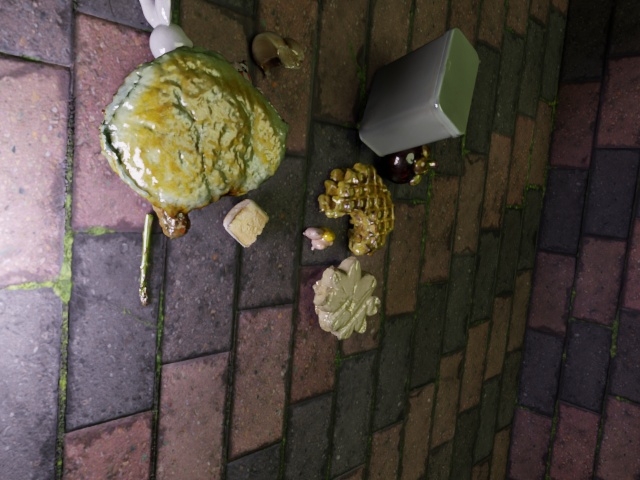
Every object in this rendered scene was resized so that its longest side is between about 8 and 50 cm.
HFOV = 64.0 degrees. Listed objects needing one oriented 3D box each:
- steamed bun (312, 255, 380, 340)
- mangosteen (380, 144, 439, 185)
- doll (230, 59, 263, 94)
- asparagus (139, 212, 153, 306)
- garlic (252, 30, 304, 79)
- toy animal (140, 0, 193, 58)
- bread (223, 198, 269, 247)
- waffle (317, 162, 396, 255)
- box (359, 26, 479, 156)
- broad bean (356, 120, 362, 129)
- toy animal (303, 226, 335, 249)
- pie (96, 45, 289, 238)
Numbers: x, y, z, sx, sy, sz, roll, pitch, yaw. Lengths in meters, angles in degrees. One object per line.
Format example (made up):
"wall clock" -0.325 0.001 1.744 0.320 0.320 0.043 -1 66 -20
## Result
"steamed bun" 0.072 0.198 1.825 0.295 0.137 0.293 -5 102 -39
"mangosteen" 0.337 -0.299 1.931 0.192 0.217 0.192 -45 146 -43
"doll" -0.228 -0.408 1.408 0.149 0.095 0.192 -22 87 -38
"asparagus" -0.457 0.053 1.338 0.024 0.025 0.249 -64 160 -84
"garlic" -0.121 -0.553 1.517 0.174 0.099 0.124 -13 88 -47
"toy animal" -0.370 -0.511 1.255 0.130 0.103 0.221 -13 108 -42
"bread" -0.222 -0.058 1.515 0.125 0.082 0.106 -51 120 -13
"waffle" 0.138 -0.109 1.824 0.261 0.151 0.324 -54 132 -20
"box" 0.333 -0.488 1.749 0.177 0.343 0.352 33 62 -33
"broad bean" 0.223 -0.432 1.907 0.256 0.052 0.053 -21 110 -41
"toy animal" 0.000 0.000 1.748 0.114 0.091 0.082 0 112 -47
"pie" -0.303 -0.258 1.244 0.418 0.180 0.395 -38 119 -9
